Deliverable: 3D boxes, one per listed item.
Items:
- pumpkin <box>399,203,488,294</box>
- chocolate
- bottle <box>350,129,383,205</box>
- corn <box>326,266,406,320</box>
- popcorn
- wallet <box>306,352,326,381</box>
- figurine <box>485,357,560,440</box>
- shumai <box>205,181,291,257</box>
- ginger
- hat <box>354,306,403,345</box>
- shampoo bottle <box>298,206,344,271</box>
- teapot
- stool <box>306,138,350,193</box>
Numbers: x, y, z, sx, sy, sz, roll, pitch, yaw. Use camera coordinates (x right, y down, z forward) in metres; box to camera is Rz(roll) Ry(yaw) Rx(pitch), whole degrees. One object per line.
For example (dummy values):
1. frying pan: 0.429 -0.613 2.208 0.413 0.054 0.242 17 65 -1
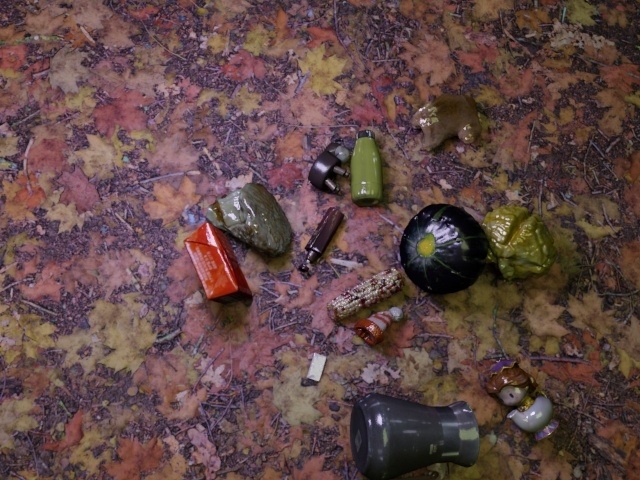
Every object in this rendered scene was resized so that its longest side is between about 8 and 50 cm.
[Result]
1. pumpkin: 0.416 0.035 1.941 0.295 0.296 0.296 2 75 -6
2. chocolate: -0.318 0.084 1.853 0.107 0.237 0.235 -26 80 -2
3. bottle: 0.158 -0.255 2.056 0.111 0.112 0.260 1 74 -6
4. corn: 0.151 0.177 1.949 0.280 0.092 0.092 -26 79 -11
5. popcorn: 0.648 0.012 1.984 0.270 0.224 0.258 1 82 -12
6. wallet: -0.012 0.407 1.910 0.044 0.011 0.083 19 73 -1
7. figurine: 0.635 0.497 1.894 0.189 0.142 0.263 -28 76 -45
8. shumai: -0.233 -0.046 1.952 0.203 0.222 0.272 -28 89 27
9. ginger: 0.460 -0.420 2.128 0.275 0.130 0.221 -45 92 -9
10. hat: 0.202 0.265 1.938 0.162 0.112 0.094 -38 109 -24
11. shampoo bottle: -0.002 -0.001 1.996 0.067 0.068 0.236 29 72 3
12. teapot: 0.275 0.607 1.785 0.343 0.253 0.300 2 108 -10
13. stool: 0.041 -0.251 2.034 0.121 0.125 0.217 30 65 13
